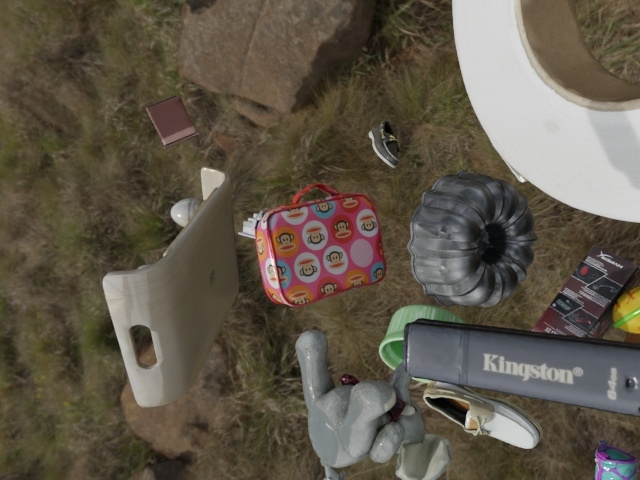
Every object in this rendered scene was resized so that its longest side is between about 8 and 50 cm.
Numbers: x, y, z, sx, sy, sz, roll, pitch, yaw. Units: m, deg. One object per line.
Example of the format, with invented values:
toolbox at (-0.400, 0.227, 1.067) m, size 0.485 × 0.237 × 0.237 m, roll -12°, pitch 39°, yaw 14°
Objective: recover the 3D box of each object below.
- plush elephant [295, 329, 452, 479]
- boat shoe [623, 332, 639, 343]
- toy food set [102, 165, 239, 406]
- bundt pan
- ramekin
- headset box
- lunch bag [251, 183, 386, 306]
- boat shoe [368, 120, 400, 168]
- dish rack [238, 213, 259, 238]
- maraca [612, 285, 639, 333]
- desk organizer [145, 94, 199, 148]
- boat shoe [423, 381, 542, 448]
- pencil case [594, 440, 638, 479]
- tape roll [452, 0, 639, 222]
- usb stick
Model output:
plush elephant at (0.119, 0.354, 0.902) m, size 0.272 × 0.255 × 0.330 m, roll 14°, pitch 106°, yaw 56°
boat shoe at (0.840, 0.179, 1.085) m, size 0.104 × 0.307 × 0.110 m, roll 57°, pitch 164°, yaw -10°
toy food set at (-0.201, 0.050, 0.643) m, size 0.092 × 0.306 × 0.220 m, roll 6°, pitch 122°, yaw 6°
bundt pan at (0.366, 0.004, 1.006) m, size 0.124 × 0.330 × 0.331 m, roll 14°, pitch 104°, yaw 63°
ramekin at (0.362, 0.349, 1.494) m, size 0.303 × 0.148 × 0.303 m, roll 15°, pitch 143°, yaw 11°
headset box at (0.682, 0.180, 1.134) m, size 0.110 × 0.218 × 0.293 m, roll 40°, pitch 103°, yaw 41°
lunch bag at (0.000, 0.000, 1.011) m, size 0.120 × 0.293 × 0.258 m, roll -10°, pitch 92°, yaw 63°
boat shoe at (0.205, -0.301, 1.359) m, size 0.068 × 0.081 × 0.228 m, roll -44°, pitch 31°, yaw 23°
dish rack at (-0.055, -0.036, 1.333) m, size 0.285 × 0.332 × 0.072 m, roll 13°, pitch 101°, yaw 58°
maraca at (0.734, 0.143, 0.980) m, size 0.099 × 0.127 × 0.186 m, roll 58°, pitch 146°, yaw 26°
desk organizer at (-0.201, -0.162, 0.589) m, size 0.130 × 0.047 × 0.050 m, roll 39°, pitch 153°, yaw 62°
boat shoe at (0.418, 0.467, 1.173) m, size 0.302 × 0.103 × 0.113 m, roll 17°, pitch 116°, yaw 40°
pencil case at (0.532, 0.456, 0.813) m, size 0.070 × 0.064 × 0.152 m, roll 3°, pitch 99°, yaw 6°
tape roll at (0.242, -0.204, 0.322) m, size 0.392 × 0.072 × 0.392 m, roll 164°, pitch 90°, yaw -74°
usb stick at (0.231, 0.142, 0.514) m, size 0.278 × 0.045 × 0.077 m, roll 2°, pitch 79°, yaw 29°
